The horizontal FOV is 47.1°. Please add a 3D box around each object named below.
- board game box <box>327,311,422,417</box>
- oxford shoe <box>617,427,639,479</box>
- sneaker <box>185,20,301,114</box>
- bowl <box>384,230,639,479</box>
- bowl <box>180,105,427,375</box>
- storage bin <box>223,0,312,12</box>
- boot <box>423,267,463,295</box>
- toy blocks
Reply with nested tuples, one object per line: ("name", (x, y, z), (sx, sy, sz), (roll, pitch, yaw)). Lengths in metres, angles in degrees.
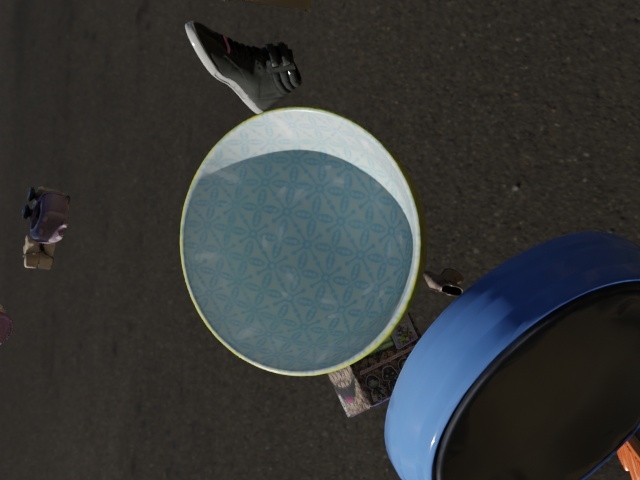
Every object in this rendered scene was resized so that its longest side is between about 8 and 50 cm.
("board game box", (0.068, 0.159, 1.364), (0.291, 0.141, 0.232), (64, 166, 14))
("oxford shoe", (0.548, 0.334, 1.158), (0.132, 0.363, 0.130), (-16, 95, 13))
("sneaker", (-0.144, -0.380, 1.498), (0.147, 0.295, 0.105), (-27, 58, 18))
("bowl", (0.261, 0.174, 0.853), (0.077, 0.391, 0.391), (50, 124, 48))
("bowl", (0.000, 0.000, 0.851), (0.289, 0.156, 0.290), (0, 90, 24))
("storage bin", (-0.161, -0.595, 1.522), (0.260, 0.262, 0.123), (42, 123, 25))
("boot", (0.277, 0.093, 1.567), (0.087, 0.118, 0.042), (42, 124, 58))
("toy blocks", (-0.518, 0.063, 1.025), (0.260, 0.309, 0.289), (41, 113, 53))
